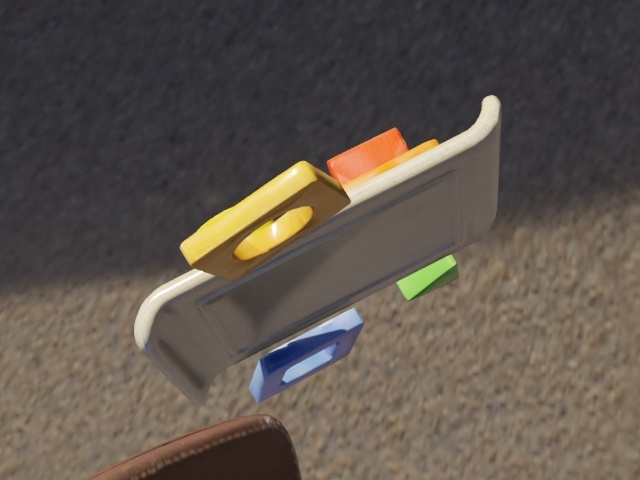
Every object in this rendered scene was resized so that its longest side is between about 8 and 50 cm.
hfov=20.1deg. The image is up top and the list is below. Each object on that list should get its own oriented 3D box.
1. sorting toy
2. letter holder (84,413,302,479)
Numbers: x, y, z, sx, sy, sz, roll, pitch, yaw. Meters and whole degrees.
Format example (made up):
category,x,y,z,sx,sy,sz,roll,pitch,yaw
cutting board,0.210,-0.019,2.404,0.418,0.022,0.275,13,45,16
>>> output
category,x,y,z,sx,sy,sz,roll,pitch,yaw
sorting toy,0.000,0.000,0.880,0.196,0.347,0.047,-31,76,-3
letter holder,-0.003,0.170,0.464,0.152,0.302,0.214,-9,99,28
